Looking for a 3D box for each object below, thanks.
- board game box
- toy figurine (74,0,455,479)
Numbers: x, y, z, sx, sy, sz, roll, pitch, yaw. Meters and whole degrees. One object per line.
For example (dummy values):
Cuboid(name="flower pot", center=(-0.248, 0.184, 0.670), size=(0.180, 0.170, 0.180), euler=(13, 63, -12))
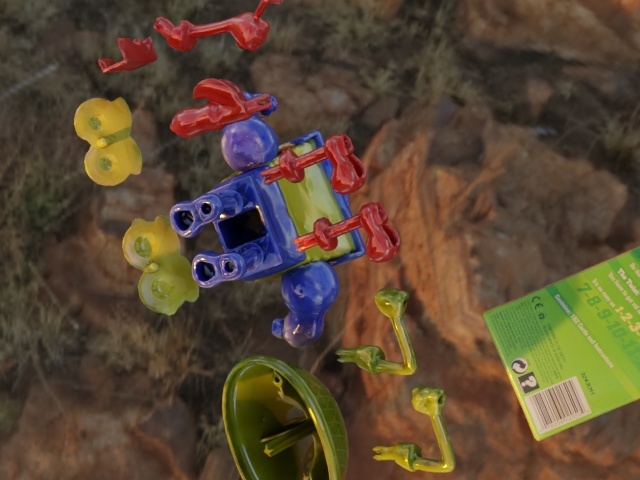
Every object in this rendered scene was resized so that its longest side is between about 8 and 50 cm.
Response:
Cuboid(name="board game box", center=(0.287, 0.070, 1.133), size=(0.259, 0.039, 0.124), euler=(-23, 88, 6))
Cuboid(name="toy figurine", center=(0.000, 0.000, 0.945), size=(0.363, 0.191, 0.217), euler=(67, 25, -1))
